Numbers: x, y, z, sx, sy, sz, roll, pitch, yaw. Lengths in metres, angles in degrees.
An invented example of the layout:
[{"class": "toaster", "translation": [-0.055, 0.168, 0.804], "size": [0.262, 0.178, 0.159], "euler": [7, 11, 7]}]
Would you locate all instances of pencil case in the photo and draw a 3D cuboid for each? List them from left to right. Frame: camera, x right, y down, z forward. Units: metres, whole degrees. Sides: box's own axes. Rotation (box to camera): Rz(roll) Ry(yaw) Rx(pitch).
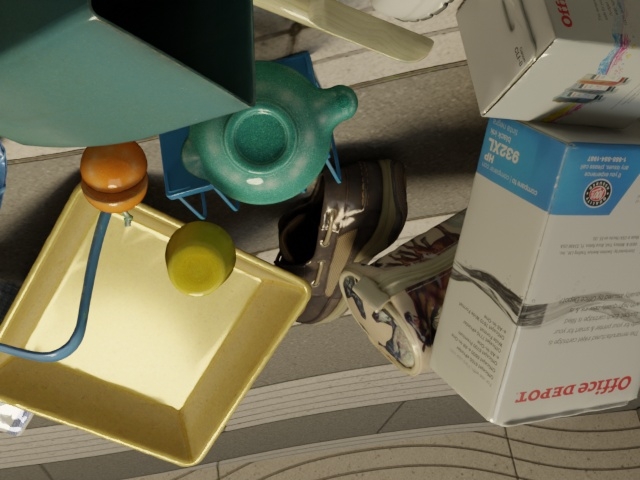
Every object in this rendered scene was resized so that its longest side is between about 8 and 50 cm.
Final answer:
[{"class": "pencil case", "translation": [0.223, 0.017, 1.103], "size": [0.410, 0.160, 0.184], "euler": [-27, 141, -15]}]

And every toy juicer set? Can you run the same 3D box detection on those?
[{"class": "toy juicer set", "translation": [-0.082, -0.124, 0.811], "size": [0.329, 0.209, 0.089], "euler": [-48, -170, 7]}]

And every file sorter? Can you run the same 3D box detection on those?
[{"class": "file sorter", "translation": [-0.072, -0.102, 0.931], "size": [0.170, 0.118, 0.104], "euler": [-14, 159, 9]}]

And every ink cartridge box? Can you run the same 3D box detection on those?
[{"class": "ink cartridge box", "translation": [0.267, 0.026, 0.950], "size": [0.223, 0.129, 0.308], "euler": [-2, 114, -30]}, {"class": "ink cartridge box", "translation": [0.241, -0.195, 0.832], "size": [0.176, 0.128, 0.127], "euler": [2, 154, -23]}]

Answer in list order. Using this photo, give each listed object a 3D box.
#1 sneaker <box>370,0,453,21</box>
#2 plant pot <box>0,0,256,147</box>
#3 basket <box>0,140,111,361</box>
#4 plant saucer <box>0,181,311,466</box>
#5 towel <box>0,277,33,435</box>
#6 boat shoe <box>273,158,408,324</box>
[{"class": "sneaker", "translation": [0.076, -0.281, 0.639], "size": [0.129, 0.111, 0.297], "euler": [10, 149, -7]}, {"class": "plant pot", "translation": [-0.193, -0.170, 0.688], "size": [0.234, 0.166, 0.165], "euler": [-16, 157, 32]}, {"class": "basket", "translation": [-0.342, -0.029, 0.836], "size": [0.288, 0.255, 0.201], "euler": [8, 155, 5]}, {"class": "plant saucer", "translation": [-0.233, 0.108, 1.162], "size": [0.332, 0.081, 0.333], "euler": [27, 108, -22]}, {"class": "towel", "translation": [-0.476, 0.132, 1.165], "size": [0.285, 0.034, 0.209], "euler": [28, 95, -30]}, {"class": "boat shoe", "translation": [0.000, 0.000, 1.208], "size": [0.130, 0.132, 0.355], "euler": [9, 143, -17]}]
